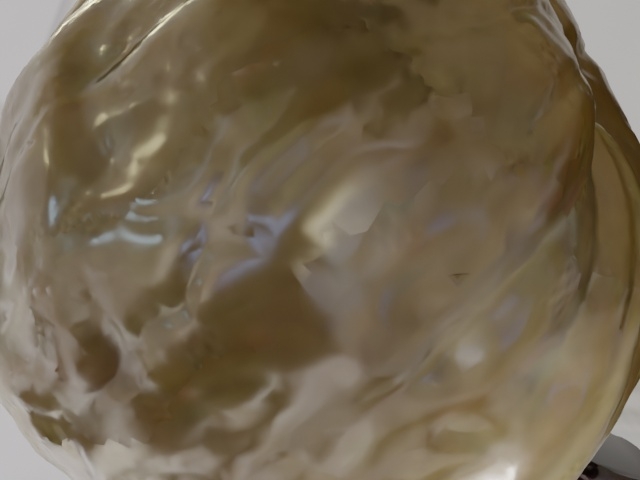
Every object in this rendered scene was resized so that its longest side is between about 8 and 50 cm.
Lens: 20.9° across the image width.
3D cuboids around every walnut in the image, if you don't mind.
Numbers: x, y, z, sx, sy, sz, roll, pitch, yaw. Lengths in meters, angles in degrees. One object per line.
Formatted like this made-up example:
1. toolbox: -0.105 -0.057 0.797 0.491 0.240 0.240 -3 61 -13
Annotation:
1. walnut: 0.000 0.000 0.696 0.285 0.285 0.296 33 -167 18

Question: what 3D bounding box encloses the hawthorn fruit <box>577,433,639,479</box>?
1. hawthorn fruit: 0.187 0.265 1.457 0.215 0.250 0.215 45 178 2
